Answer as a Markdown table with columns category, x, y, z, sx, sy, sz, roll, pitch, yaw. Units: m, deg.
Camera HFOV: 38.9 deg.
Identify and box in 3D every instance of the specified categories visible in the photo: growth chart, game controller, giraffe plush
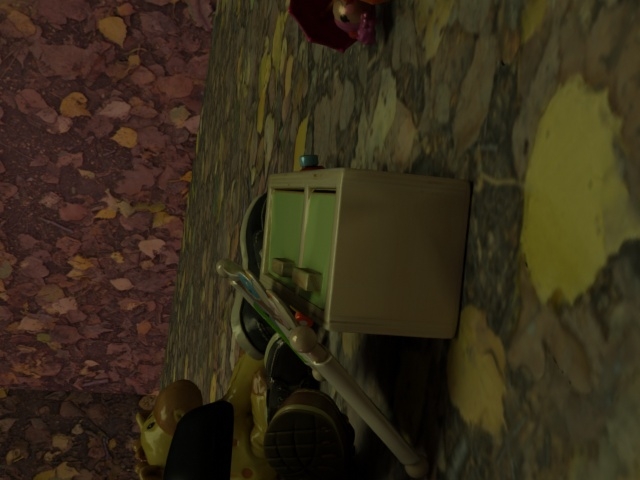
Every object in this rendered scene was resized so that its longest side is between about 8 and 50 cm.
| category | x | y | z | sx | sy | sz | roll | pitch | yaw |
| --- | --- | --- | --- | --- | --- | --- | --- | --- | --- |
| growth chart | -0.008 | 0.078 | 0.650 | 0.021 | 0.172 | 0.237 | -43 | 22 | -7 |
| game controller | -0.097 | 0.261 | 0.633 | 0.166 | 0.067 | 0.319 | -77 | 2 | -52 |
| giraffe plush | -0.132 | 0.222 | 1.069 | 0.181 | 0.170 | 0.210 | 161 | 113 | -76 |

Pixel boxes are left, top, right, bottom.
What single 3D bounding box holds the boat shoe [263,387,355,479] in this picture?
| category | x | y | z | sx | sy | sz | roll | pitch | yaw |
| --- | --- | --- | --- | --- | --- | --- | --- | --- | --- |
| boat shoe | -0.004 | 0.161 | 0.718 | 0.178 | 0.064 | 0.060 | 82 | -159 | -52 |

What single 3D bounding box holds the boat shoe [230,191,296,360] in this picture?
| category | x | y | z | sx | sy | sz | roll | pitch | yaw |
| --- | --- | --- | --- | --- | --- | --- | --- | --- | --- |
| boat shoe | -0.043 | 0.027 | 1.019 | 0.079 | 0.084 | 0.233 | -30 | 36 | 27 |

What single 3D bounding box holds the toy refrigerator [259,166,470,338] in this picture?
| category | x | y | z | sx | sy | sz | roll | pitch | yaw |
| --- | --- | --- | --- | --- | --- | --- | --- | --- | --- |
| toy refrigerator | 0.015 | 0.001 | 0.682 | 0.269 | 0.094 | 0.102 | -164 | 79 | -76 |

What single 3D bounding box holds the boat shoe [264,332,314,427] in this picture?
| category | x | y | z | sx | sy | sz | roll | pitch | yaw |
| --- | --- | --- | --- | --- | --- | --- | --- | --- | --- |
| boat shoe | -0.029 | 0.153 | 0.923 | 0.049 | 0.056 | 0.152 | -109 | 17 | -49 |

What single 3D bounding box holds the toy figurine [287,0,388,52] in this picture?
| category | x | y | z | sx | sy | sz | roll | pitch | yaw |
| --- | --- | --- | --- | --- | --- | --- | --- | --- | --- |
| toy figurine | 0.025 | -0.229 | 0.763 | 0.173 | 0.130 | 0.159 | 50 | 153 | 38 |

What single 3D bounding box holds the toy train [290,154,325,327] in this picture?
| category | x | y | z | sx | sy | sz | roll | pitch | yaw |
| --- | --- | --- | --- | --- | --- | --- | --- | --- | --- |
| toy train | 0.000 | 0.000 | 0.873 | 0.125 | 0.046 | 0.166 | -24 | -69 | -77 |
